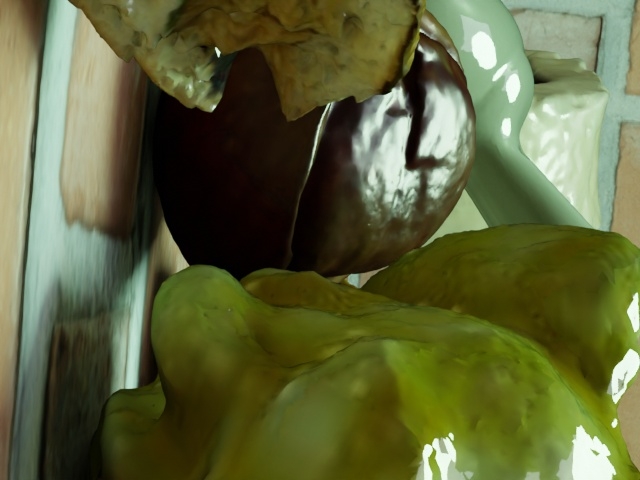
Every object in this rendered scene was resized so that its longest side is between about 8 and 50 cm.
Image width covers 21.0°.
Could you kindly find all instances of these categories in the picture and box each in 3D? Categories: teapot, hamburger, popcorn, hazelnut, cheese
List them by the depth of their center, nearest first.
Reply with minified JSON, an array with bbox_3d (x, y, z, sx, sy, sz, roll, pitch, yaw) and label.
[{"bbox_3d":[-0.027,-0.169,0.556,0.283,0.144,0.157,97,-6,-56],"label":"hamburger"},{"bbox_3d":[0.031,0.119,0.764,0.326,0.290,0.321,-62,-169,-6],"label":"popcorn"},{"bbox_3d":[-0.001,-0.049,0.880,0.202,0.160,0.170,-71,152,-61],"label":"hazelnut"},{"bbox_3d":[0.059,-0.091,1.036,0.149,0.318,0.220,-53,140,5],"label":"teapot"},{"bbox_3d":[0.112,-0.095,1.603,0.332,0.292,0.153,-92,-175,-74],"label":"cheese"}]

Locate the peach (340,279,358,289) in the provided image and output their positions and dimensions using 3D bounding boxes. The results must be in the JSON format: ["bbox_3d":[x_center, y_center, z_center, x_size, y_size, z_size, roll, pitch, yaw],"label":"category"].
[{"bbox_3d":[0.059,0.119,1.327,0.159,0.267,0.154,-10,119,-85],"label":"peach"}]
